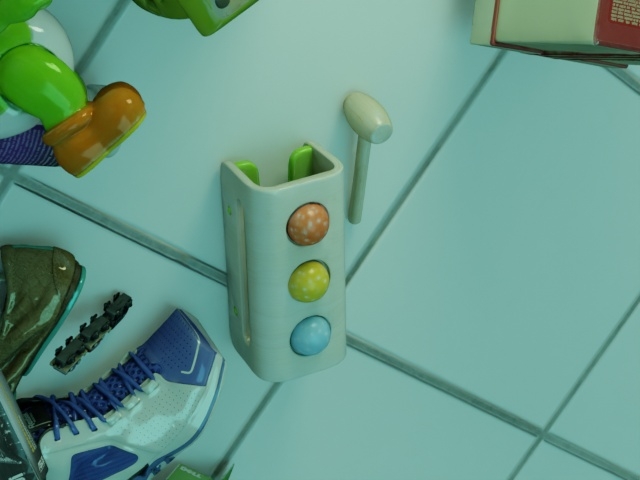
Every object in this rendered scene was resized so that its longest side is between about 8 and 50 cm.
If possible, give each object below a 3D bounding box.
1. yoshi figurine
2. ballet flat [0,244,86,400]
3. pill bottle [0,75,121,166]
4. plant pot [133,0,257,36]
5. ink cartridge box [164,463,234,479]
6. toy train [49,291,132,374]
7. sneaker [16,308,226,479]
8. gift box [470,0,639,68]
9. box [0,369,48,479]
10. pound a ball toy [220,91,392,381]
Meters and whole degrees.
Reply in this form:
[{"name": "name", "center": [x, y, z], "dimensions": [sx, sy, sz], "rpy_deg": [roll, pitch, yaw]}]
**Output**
[{"name": "yoshi figurine", "center": [-0.312, -0.243, 1.535], "dimensions": [0.362, 0.203, 0.203], "rpy_deg": [43, 132, -12]}, {"name": "ballet flat", "center": [-0.389, 0.151, 1.797], "dimensions": [0.124, 0.116, 0.342], "rpy_deg": [22, 103, -17]}, {"name": "pill bottle", "center": [-0.312, -0.134, 1.671], "dimensions": [0.193, 0.108, 0.108], "rpy_deg": [2, 114, -32]}, {"name": "plant pot", "center": [-0.118, -0.356, 1.602], "dimensions": [0.228, 0.207, 0.227], "rpy_deg": [-39, 129, -8]}, {"name": "ink cartridge box", "center": [-0.189, 0.363, 2.021], "dimensions": [0.209, 0.062, 0.109], "rpy_deg": [-46, 158, -64]}, {"name": "toy train", "center": [-0.269, 0.111, 1.837], "dimensions": [0.158, 0.027, 0.036], "rpy_deg": [-48, 165, -52]}, {"name": "sneaker", "center": [-0.265, 0.219, 1.887], "dimensions": [0.182, 0.127, 0.315], "rpy_deg": [29, 100, -41]}, {"name": "gift box", "center": [0.344, -0.344, 1.867], "dimensions": [0.255, 0.258, 0.276], "rpy_deg": [11, 90, -33]}, {"name": "box", "center": [-0.445, 0.226, 1.736], "dimensions": [0.231, 0.056, 0.183], "rpy_deg": [-22, 101, 4]}, {"name": "pound a ball toy", "center": [0.000, 0.000, 1.920], "dimensions": [0.208, 0.136, 0.319], "rpy_deg": [-15, 123, -24]}]
